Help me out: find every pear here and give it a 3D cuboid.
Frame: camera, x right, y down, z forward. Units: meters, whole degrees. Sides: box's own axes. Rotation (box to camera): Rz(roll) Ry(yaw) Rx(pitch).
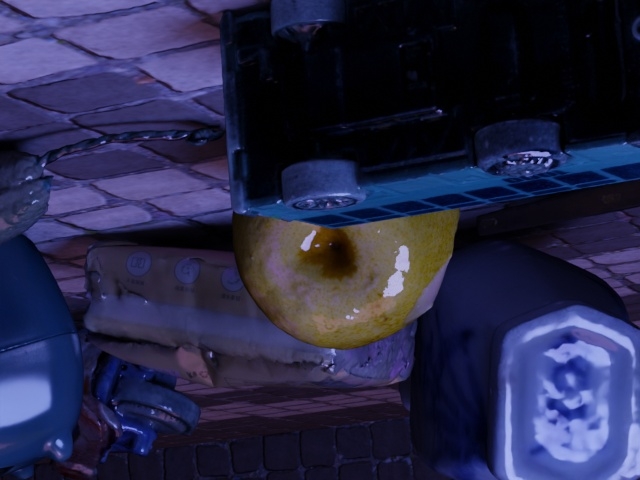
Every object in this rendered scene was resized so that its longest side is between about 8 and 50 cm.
[{"bbox_3d":[0.021,-0.008,1.209,0.178,0.178,0.178,-5,169,-1],"label":"pear"}]

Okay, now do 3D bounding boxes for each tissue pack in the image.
[{"bbox_3d":[-0.326,0.126,1.526,0.198,0.206,0.287,-15,172,-25],"label":"tissue pack"},{"bbox_3d":[-0.062,0.074,1.532,0.257,0.123,0.215,9,179,22],"label":"tissue pack"}]

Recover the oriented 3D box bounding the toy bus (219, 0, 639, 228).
[{"bbox_3d":[0.084,-0.084,0.939,0.256,0.128,0.147,-9,170,27],"label":"toy bus"}]

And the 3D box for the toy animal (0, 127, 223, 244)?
[{"bbox_3d":[-0.198,-0.044,1.194,0.253,0.070,0.079,-22,-161,19],"label":"toy animal"}]

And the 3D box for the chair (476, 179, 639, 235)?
[{"bbox_3d":[0.349,0.040,1.321,0.203,0.240,0.416,-11,174,-41],"label":"chair"}]

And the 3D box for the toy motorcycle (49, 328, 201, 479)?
[{"bbox_3d":[-0.288,0.160,1.980,0.182,0.241,0.319,-46,-162,-32],"label":"toy motorcycle"}]

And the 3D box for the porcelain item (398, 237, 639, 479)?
[{"bbox_3d":[0.183,0.121,1.583,0.179,0.242,0.405,0,-176,-9],"label":"porcelain item"}]
